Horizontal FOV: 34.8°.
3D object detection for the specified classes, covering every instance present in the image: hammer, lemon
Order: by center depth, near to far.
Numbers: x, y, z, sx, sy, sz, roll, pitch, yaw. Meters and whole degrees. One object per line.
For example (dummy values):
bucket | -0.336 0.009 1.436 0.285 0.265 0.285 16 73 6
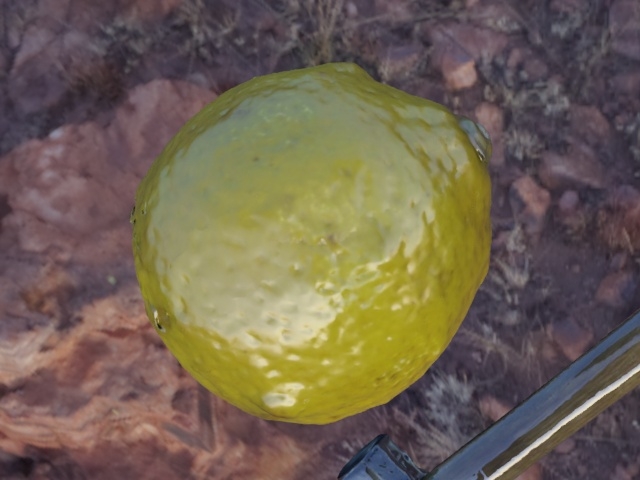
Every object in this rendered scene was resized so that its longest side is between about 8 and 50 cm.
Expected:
hammer | 0.171 0.071 0.577 0.365 0.043 0.111 -43 87 19
lemon | 0.000 0.000 1.017 0.387 0.350 0.349 -29 58 8
